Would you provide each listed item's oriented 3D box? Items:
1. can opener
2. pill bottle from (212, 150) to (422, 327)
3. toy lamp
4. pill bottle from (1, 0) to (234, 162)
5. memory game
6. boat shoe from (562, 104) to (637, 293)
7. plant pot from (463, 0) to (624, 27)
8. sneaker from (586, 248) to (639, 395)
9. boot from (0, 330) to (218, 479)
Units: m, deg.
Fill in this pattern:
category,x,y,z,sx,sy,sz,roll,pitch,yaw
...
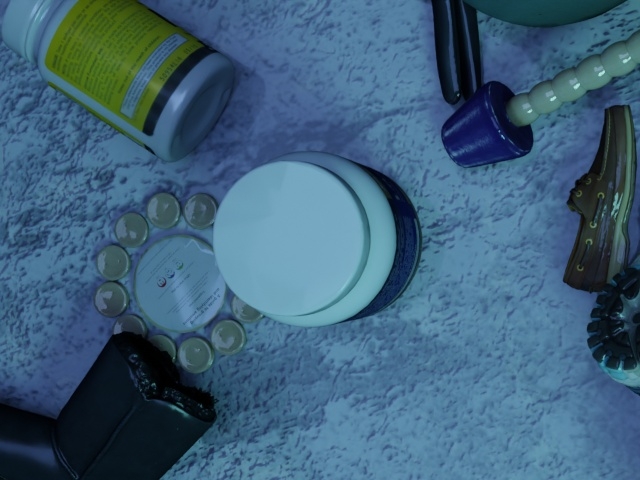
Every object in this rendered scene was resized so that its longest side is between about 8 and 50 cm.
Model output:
category,x,y,z,sx,sy,sz,roll,pitch,yaw
can opener,0.125,-0.221,1.264,0.059,0.073,0.186,-13,90,-27
pill bottle,0.000,0.000,1.173,0.153,0.264,0.153,0,90,12
toy lamp,0.231,-0.141,1.188,0.274,0.080,0.080,-25,84,33
pill bottle,-0.198,-0.177,1.292,0.208,0.119,0.119,33,96,10
memory game,-0.140,0.042,1.332,0.186,0.012,0.186,0,89,12
boat shoe,0.257,-0.038,1.222,0.060,0.064,0.178,6,93,10
plant pot,0.215,-0.332,1.071,0.341,0.334,0.341,0,84,-4
sneaker,0.340,0.020,1.194,0.110,0.122,0.283,23,73,45
boot,-0.246,0.167,1.303,0.246,0.094,0.207,36,103,3
